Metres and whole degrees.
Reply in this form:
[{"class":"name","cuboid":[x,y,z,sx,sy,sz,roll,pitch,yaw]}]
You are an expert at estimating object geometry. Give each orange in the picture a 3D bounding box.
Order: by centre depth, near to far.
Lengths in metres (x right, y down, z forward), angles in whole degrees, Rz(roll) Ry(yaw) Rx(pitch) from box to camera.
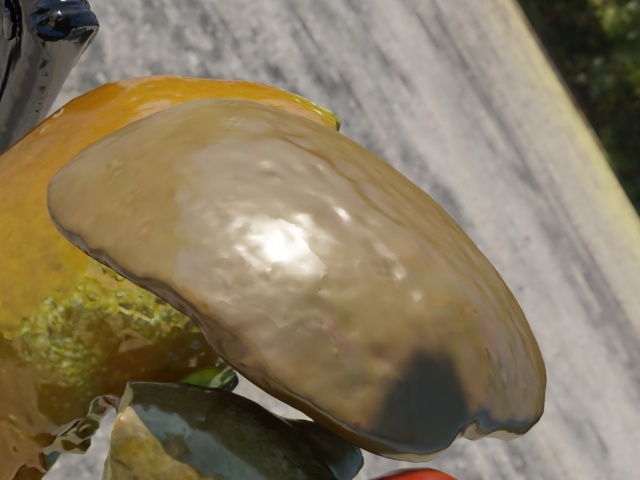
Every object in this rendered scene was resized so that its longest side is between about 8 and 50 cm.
[{"class":"orange","cuboid":[-0.129,0.029,0.951,0.196,0.334,0.262,51,19,-25]}]

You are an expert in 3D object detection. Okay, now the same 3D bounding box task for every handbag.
[{"class":"handbag","cuboid":[-0.242,-0.182,1.224,0.088,0.275,0.244,-5,65,-30]}]

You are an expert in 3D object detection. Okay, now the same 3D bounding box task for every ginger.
[{"class":"ginger","cuboid":[0.018,0.146,0.485,0.118,0.065,0.299,-16,51,-33]}]

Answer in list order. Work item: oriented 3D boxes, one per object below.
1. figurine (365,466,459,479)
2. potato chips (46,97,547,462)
[{"class":"figurine","cuboid":[-0.087,0.217,0.727,0.261,0.269,0.211,-3,85,-38]},{"class":"potato chips","cuboid":[0.000,-0.001,0.595,0.195,0.062,0.208,22,17,-9]}]
